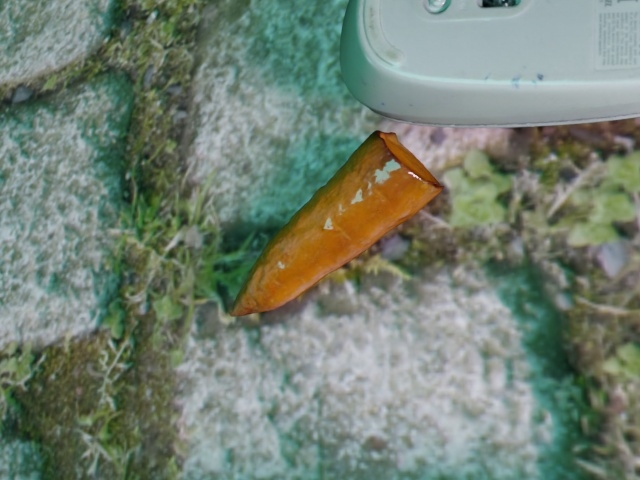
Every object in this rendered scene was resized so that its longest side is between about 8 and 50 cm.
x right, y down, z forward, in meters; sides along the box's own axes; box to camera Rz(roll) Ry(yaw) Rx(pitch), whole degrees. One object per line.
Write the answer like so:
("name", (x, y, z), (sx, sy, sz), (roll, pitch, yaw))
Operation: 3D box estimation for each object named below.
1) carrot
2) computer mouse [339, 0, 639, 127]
("carrot", (0.000, 0.000, 0.552), (0.205, 0.072, 0.072), (-42, 61, 12))
("computer mouse", (0.154, -0.156, 0.504), (0.288, 0.097, 0.160), (2, 74, 16))
